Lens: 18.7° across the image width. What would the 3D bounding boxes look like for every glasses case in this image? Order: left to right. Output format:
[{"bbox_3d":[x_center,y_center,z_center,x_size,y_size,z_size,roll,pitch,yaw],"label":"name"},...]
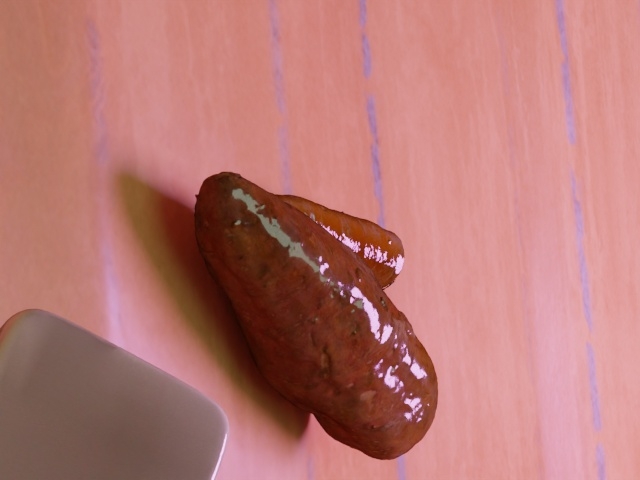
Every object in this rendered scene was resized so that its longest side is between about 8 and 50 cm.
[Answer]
[{"bbox_3d":[-0.151,0.187,0.906,0.131,0.070,0.313,29,52,-11],"label":"glasses case"}]

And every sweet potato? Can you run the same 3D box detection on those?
[{"bbox_3d":[-0.008,0.045,1.212,0.252,0.097,0.097,50,44,-38],"label":"sweet potato"}]

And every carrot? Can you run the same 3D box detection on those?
[{"bbox_3d":[0.000,0.000,1.273,0.139,0.048,0.048,20,67,-53],"label":"carrot"}]
